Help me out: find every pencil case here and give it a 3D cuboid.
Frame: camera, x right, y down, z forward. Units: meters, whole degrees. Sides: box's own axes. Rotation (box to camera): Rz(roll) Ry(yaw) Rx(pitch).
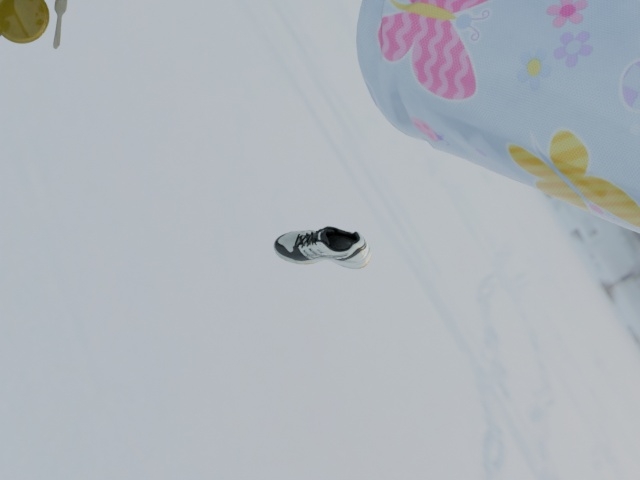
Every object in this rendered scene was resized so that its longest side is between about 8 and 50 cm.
[{"bbox_3d":[0.145,-0.066,0.691,0.273,0.124,0.113,28,-19,39],"label":"pencil case"}]

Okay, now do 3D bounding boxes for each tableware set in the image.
[{"bbox_3d":[-0.290,-0.227,1.385,0.024,0.154,0.104,-143,-117,-83],"label":"tableware set"}]

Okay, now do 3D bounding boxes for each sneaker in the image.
[{"bbox_3d":[0.000,0.000,1.298,0.037,0.083,0.032,67,31,-56],"label":"sneaker"}]
